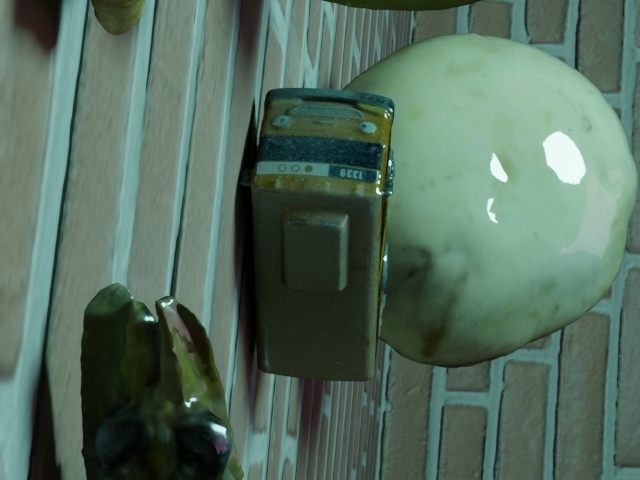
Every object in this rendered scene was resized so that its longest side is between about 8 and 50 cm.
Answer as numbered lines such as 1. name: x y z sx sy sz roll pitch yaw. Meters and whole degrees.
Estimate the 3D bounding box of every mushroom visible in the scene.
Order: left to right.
1. mushroom: 0.112 -0.025 1.345 0.336 0.314 0.314 145 -46 -63

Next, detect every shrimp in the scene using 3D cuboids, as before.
1. shrimp: -0.059 0.132 0.593 0.168 0.077 0.317 -95 -172 -53

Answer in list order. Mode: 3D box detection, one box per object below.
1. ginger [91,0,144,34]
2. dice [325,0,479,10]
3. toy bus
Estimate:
1. ginger: -0.059 -0.156 0.439 0.193 0.052 0.176 5 83 -85
2. dice: 0.046 -0.241 0.825 0.169 0.169 0.166 82 14 -64
3. toy bus: 0.000 0.000 0.934 0.103 0.091 0.182 -80 173 -47
